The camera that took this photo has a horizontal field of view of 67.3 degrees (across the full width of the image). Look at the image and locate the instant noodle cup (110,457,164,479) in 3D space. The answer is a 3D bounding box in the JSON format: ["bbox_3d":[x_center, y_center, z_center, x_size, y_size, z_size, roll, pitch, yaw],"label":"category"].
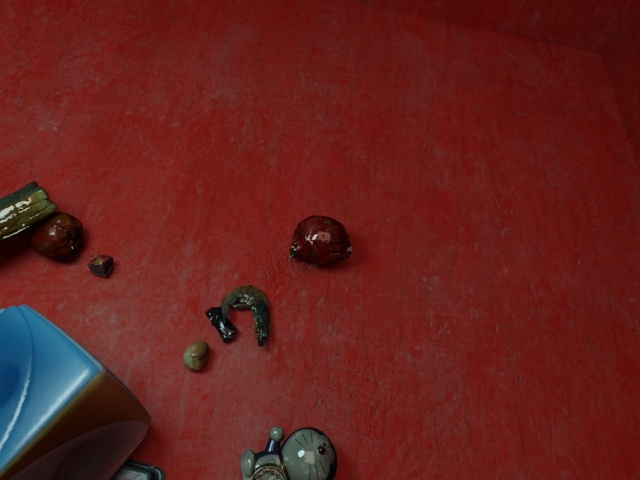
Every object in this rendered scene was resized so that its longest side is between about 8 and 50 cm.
[{"bbox_3d":[-0.492,0.613,1.172,0.179,0.070,0.157,15,56,1],"label":"instant noodle cup"}]

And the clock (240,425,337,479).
[{"bbox_3d":[-0.077,0.572,1.226,0.243,0.147,0.200,-13,67,-12],"label":"clock"}]

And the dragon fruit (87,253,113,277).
[{"bbox_3d":[-0.671,0.070,1.470,0.056,0.083,0.060,15,55,5],"label":"dragon fruit"}]

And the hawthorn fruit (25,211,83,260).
[{"bbox_3d":[-0.817,-0.015,1.468,0.171,0.148,0.148,4,56,12],"label":"hawthorn fruit"}]

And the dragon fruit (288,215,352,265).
[{"bbox_3d":[0.000,0.000,1.583,0.209,0.172,0.173,2,58,1],"label":"dragon fruit"}]

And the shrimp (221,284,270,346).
[{"bbox_3d":[-0.225,0.227,1.458,0.150,0.051,0.217,0,48,-23],"label":"shrimp"}]

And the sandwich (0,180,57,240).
[{"bbox_3d":[-0.946,-0.062,1.415,0.301,0.271,0.099,-36,115,-26],"label":"sandwich"}]

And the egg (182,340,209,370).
[{"bbox_3d":[-0.353,0.326,1.373,0.071,0.071,0.083,25,43,6],"label":"egg"}]

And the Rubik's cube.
[{"bbox_3d":[-0.647,0.402,1.076,0.351,0.347,0.352,23,55,22],"label":"Rubik's cube"}]

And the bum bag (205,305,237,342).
[{"bbox_3d":[-0.297,0.249,1.450,0.057,0.034,0.124,-33,69,-19],"label":"bum bag"}]
